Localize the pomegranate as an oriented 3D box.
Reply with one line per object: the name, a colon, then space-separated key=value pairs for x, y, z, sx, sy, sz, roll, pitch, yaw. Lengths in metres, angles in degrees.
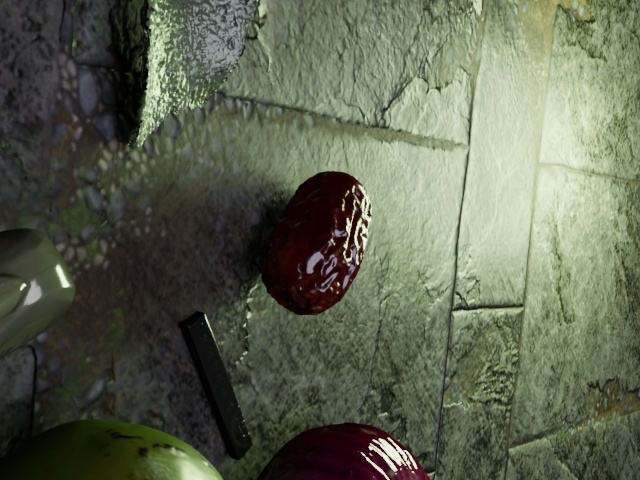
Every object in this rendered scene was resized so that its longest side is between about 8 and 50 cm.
pomegranate: x=-0.218 y=0.308 z=0.859 sx=0.358 sy=0.216 sz=0.309 roll=84 pitch=26 yaw=-69

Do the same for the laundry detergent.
laundry detergent: x=-0.305 y=0.082 z=0.701 sx=0.253 sy=0.181 sz=0.091 roll=-37 pitch=102 yaw=-50

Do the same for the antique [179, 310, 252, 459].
antique: x=-0.114 y=0.164 z=1.107 sx=0.031 sy=0.015 sz=0.192 roll=-43 pitch=128 yaw=-40

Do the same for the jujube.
jujube: x=0.000 y=0.000 z=1.153 sx=0.112 sy=0.109 sz=0.176 roll=100 pitch=14 yaw=-63

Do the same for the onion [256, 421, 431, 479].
onion: x=0.037 y=0.330 z=1.166 sx=0.256 sy=0.273 sz=0.230 roll=33 pitch=53 yaw=-85

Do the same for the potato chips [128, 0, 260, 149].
potato chips: x=-0.131 y=-0.203 z=0.992 sx=0.228 sy=0.059 sz=0.167 roll=-48 pitch=138 yaw=-43
